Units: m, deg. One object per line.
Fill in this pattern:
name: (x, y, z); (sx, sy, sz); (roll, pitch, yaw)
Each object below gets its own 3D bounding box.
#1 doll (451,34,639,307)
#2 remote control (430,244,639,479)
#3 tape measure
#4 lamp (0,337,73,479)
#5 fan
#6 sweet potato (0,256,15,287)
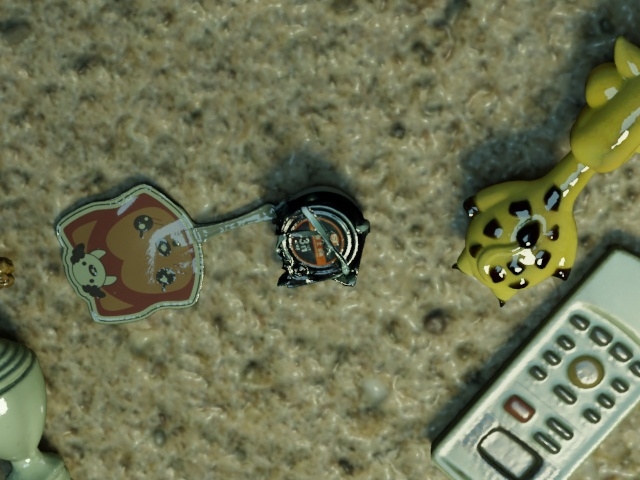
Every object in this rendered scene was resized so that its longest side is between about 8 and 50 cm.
doll: (0.227, -0.063, 1.690); (0.117, 0.086, 0.291); (35, 111, -11)
remote control: (0.234, 0.138, 1.781); (0.123, 0.038, 0.285); (40, 108, -7)
tape measure: (0.001, -0.002, 1.749); (0.091, 0.054, 0.094); (0, 115, 4)
lamp: (-0.298, 0.178, 1.820); (0.106, 0.106, 0.193); (-19, 115, 11)
fan: (-0.140, 0.003, 1.788); (0.220, 0.009, 0.132); (-19, 108, 12)
sweet potato: (-0.434, 0.106, 1.788); (0.337, 0.131, 0.131); (-33, 103, 15)
